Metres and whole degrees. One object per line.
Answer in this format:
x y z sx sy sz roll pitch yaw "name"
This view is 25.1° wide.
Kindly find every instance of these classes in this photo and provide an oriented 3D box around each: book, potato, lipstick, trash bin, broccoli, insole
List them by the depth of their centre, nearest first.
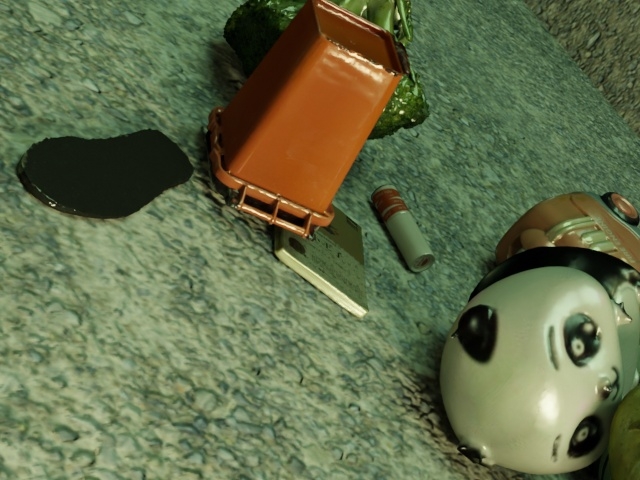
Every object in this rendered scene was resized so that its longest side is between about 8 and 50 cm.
-0.213 -0.074 1.485 0.110 0.012 0.309 47 22 4 "insole"
0.386 0.244 1.531 0.169 0.143 0.248 56 21 -28 "potato"
-0.015 -0.138 1.632 0.161 0.238 0.184 23 31 -22 "trash bin"
0.000 0.000 1.733 0.138 0.016 0.198 37 24 -21 "book"
0.038 -0.261 1.908 0.304 0.283 0.321 28 8 -16 "broccoli"
0.110 -0.017 1.928 0.038 0.038 0.130 20 34 -47 "lipstick"

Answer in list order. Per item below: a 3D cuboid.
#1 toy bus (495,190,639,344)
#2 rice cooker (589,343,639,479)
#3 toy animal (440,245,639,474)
0.384 0.060 2.098 0.232 0.194 0.287 3 47 -49 "toy bus"
0.447 0.264 1.827 0.226 0.226 0.244 35 23 -25 "rice cooker"
0.254 0.142 1.681 0.251 0.251 0.310 50 28 10 "toy animal"
